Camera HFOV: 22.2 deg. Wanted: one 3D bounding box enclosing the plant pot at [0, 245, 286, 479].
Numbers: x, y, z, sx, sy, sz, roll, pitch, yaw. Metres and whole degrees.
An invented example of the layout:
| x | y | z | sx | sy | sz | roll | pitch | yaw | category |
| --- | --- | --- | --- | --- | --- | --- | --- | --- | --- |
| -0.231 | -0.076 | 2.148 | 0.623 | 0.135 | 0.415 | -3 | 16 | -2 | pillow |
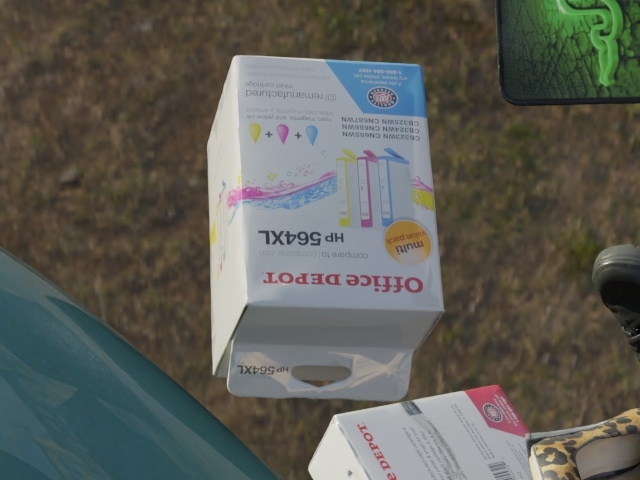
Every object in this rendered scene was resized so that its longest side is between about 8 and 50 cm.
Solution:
| x | y | z | sx | sy | sz | roll | pitch | yaw | category |
| --- | --- | --- | --- | --- | --- | --- | --- | --- | --- |
| -0.167 | 0.116 | 0.520 | 0.235 | 0.293 | 0.293 | 51 | 54 | -19 | plant pot |

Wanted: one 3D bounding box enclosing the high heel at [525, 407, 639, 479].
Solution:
| x | y | z | sx | sy | sz | roll | pitch | yaw | category |
| --- | --- | --- | --- | --- | --- | --- | --- | --- | --- |
| 0.305 | 0.233 | 1.635 | 0.186 | 0.093 | 0.261 | -8 | 14 | 6 | high heel |

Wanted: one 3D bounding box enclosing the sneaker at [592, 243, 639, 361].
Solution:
| x | y | z | sx | sy | sz | roll | pitch | yaw | category |
| --- | --- | --- | --- | --- | --- | --- | --- | --- | --- |
| 0.200 | 0.083 | 0.853 | 0.170 | 0.051 | 0.089 | 40 | 53 | -15 | sneaker |

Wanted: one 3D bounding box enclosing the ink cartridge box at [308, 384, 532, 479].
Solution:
| x | y | z | sx | sy | sz | roll | pitch | yaw | category |
| --- | --- | --- | --- | --- | --- | --- | --- | --- | --- |
| 0.131 | 0.270 | 1.819 | 0.237 | 0.100 | 0.172 | -7 | 50 | -33 | ink cartridge box |

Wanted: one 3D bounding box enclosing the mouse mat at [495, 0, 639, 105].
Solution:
| x | y | z | sx | sy | sz | roll | pitch | yaw | category |
| --- | --- | --- | --- | --- | --- | --- | --- | --- | --- |
| 0.203 | -0.189 | 1.191 | 0.152 | 0.007 | 0.189 | -2 | 74 | 3 | mouse mat |

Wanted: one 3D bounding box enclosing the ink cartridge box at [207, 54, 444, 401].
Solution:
| x | y | z | sx | sy | sz | roll | pitch | yaw | category |
| --- | --- | --- | --- | --- | --- | --- | --- | --- | --- |
| 0.000 | 0.000 | 0.751 | 0.092 | 0.090 | 0.143 | 2 | 64 | -12 | ink cartridge box |
